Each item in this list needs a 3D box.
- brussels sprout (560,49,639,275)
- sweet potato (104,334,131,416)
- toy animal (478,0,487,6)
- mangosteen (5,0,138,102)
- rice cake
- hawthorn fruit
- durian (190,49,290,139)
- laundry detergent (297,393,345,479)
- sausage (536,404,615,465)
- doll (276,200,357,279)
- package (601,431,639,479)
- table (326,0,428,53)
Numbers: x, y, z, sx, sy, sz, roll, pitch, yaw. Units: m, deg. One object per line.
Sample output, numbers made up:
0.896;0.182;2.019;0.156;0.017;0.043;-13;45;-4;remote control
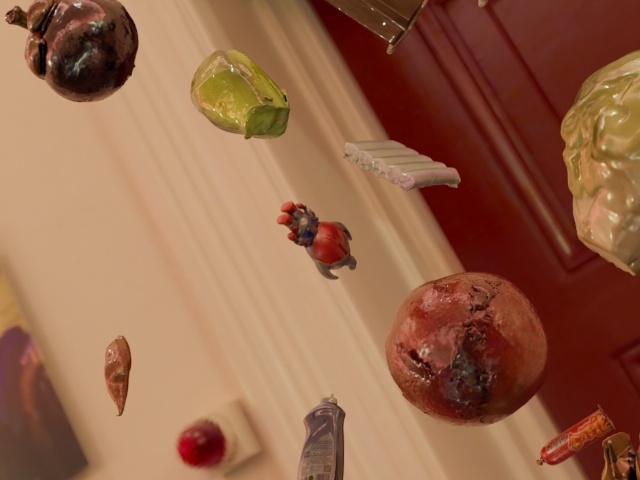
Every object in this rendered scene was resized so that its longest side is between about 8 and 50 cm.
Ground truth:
0.454;-0.122;1.672;0.316;0.243;0.273;-55;-24;-25;brussels sprout
-0.381;0.254;2.275;0.056;0.195;0.056;-4;-42;-4;sweet potato
0.323;-0.525;2.349;0.071;0.124;0.085;16;-16;-41;toy animal
-0.457;-0.367;2.216;0.211;0.250;0.211;-158;90;-85;mangosteen
0.150;-0.140;2.222;0.198;0.189;0.037;-3;-63;-52;rice cake
0.270;0.193;2.153;0.316;0.316;0.316;-27;-14;-7;hawthorn fruit
-0.111;-0.194;1.655;0.101;0.139;0.250;-51;23;1;durian
0.006;0.406;2.427;0.097;0.206;0.061;-15;-33;35;laundry detergent
0.420;0.333;2.022;0.145;0.050;0.048;-36;20;15;sausage
-0.001;0.001;2.170;0.062;0.104;0.195;-32;-52;29;doll
0.498;0.453;1.805;0.221;0.311;0.165;-24;21;-19;package
0.109;-0.550;2.711;0.167;0.227;0.167;-56;8;12;table
